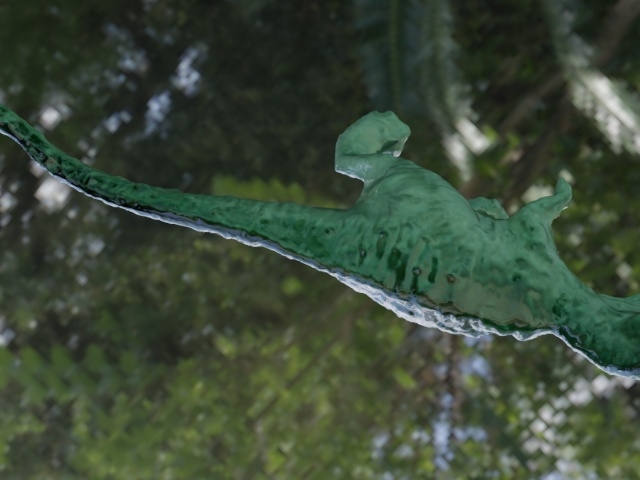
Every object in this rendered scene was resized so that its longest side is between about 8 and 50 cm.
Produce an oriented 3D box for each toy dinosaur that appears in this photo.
[{"bbox_3d":[0.016,-0.016,0.788,0.382,0.076,0.129,14,-159,20],"label":"toy dinosaur"}]
